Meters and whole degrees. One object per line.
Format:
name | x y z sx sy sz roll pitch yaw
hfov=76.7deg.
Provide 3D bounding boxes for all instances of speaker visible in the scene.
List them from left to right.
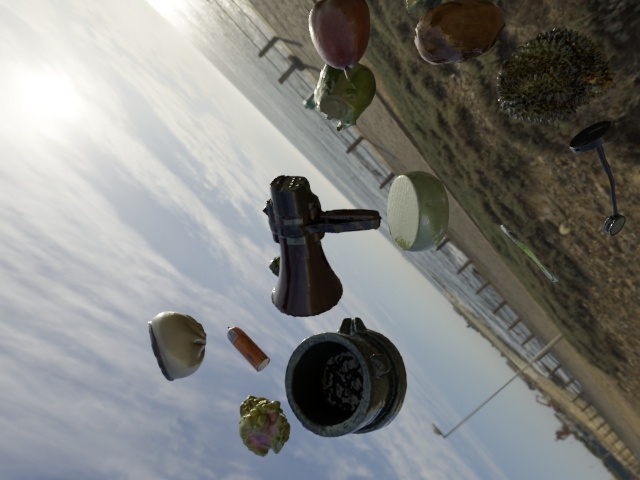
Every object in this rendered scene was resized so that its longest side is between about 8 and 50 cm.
speaker | -0.010 0.020 0.977 0.258 0.330 0.198 18 -141 25

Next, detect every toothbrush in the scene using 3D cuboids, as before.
toothbrush | 0.658 0.037 1.287 0.022 0.026 0.263 93 161 -44

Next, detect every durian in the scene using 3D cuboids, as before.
durian | 0.677 -0.472 1.183 0.292 0.258 0.258 -13 135 46

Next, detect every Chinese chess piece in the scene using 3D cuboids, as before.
Chinese chess piece | 0.293 -0.087 1.245 0.101 0.251 0.250 -3 -156 -14

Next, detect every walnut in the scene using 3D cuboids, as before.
walnut | 0.278 -0.410 0.794 0.115 0.206 0.116 161 90 -75

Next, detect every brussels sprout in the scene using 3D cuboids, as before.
brussels sprout | 0.105 -0.704 1.921 0.275 0.315 0.371 33 -152 -16

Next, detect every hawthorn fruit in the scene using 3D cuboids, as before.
hawthorn fruit | 0.072 -0.639 1.282 0.199 0.199 0.252 -113 7 -73

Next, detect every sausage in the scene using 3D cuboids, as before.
sausage | -0.302 0.423 1.627 0.234 0.071 0.071 38 -177 27

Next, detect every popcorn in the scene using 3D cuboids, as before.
popcorn | -0.140 0.457 0.998 0.126 0.126 0.145 30 163 51

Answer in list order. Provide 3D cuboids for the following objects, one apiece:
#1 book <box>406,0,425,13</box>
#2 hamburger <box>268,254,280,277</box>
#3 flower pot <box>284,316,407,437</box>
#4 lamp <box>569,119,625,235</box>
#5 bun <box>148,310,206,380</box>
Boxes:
book | 0.242 -0.564 0.812 0.013 0.167 0.193 32 -131 -33
hamburger | -0.112 0.133 1.773 0.214 0.125 0.235 44 -163 2
flower pot | 0.080 0.349 1.064 0.299 0.299 0.282 49 -169 32
lamp | 0.817 -0.179 1.181 0.371 0.130 0.108 47 178 -34
bun | -0.344 0.250 1.005 0.173 0.119 0.173 56 160 33
